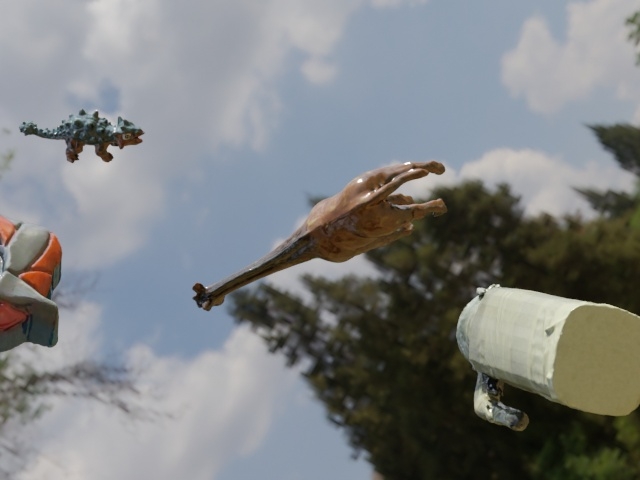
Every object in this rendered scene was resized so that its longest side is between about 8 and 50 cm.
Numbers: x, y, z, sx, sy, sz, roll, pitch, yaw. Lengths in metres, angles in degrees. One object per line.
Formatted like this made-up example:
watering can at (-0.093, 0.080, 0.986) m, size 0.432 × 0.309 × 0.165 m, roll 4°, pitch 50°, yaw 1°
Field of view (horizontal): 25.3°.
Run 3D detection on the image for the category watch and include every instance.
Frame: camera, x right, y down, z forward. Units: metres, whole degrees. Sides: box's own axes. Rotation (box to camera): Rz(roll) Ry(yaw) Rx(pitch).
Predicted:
watch at (-0.380, 0.129, 1.321) m, size 0.274 × 0.241 × 0.305 m, roll 113°, pitch 172°, yaw -47°

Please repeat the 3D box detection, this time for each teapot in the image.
teapot at (0.162, 0.092, 1.045) m, size 0.200 × 0.077 × 0.107 m, roll -170°, pitch 92°, yaw -76°

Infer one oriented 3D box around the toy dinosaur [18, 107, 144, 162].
toy dinosaur at (-0.273, -0.122, 1.632) m, size 0.055 × 0.154 × 0.049 m, roll 82°, pitch -163°, yaw -44°

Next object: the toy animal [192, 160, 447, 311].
toy animal at (0.000, 0.000, 1.425) m, size 0.230 × 0.066 × 0.224 m, roll -18°, pitch -13°, yaw -31°
